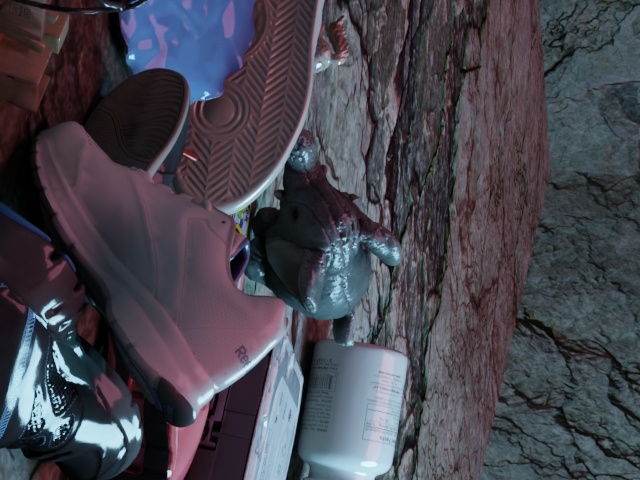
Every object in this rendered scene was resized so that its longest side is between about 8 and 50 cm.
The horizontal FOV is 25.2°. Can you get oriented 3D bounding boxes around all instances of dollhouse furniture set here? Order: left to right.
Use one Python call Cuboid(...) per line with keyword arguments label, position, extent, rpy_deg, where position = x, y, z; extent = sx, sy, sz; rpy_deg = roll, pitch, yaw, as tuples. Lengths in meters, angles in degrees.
Cuboid(label="dollhouse furniture set", position=(-0.226, -0.218, 1.054), extent=(0.161, 0.101, 0.182), rpy_deg=(115, -9, -60))

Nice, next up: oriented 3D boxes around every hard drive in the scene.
Cuboid(label="hard drive", position=(-0.077, 0.224, 1.550), extent=(0.339, 0.064, 0.237), rpy_deg=(77, 24, -72))

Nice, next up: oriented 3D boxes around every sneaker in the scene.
Cuboid(label="sneaker", position=(-0.237, 0.107, 1.084), extent=(0.139, 0.125, 0.341), rpy_deg=(-45, 150, -20))
Cuboid(label="sneaker", position=(-0.170, -0.039, 1.274), extent=(0.118, 0.083, 0.222), rpy_deg=(71, 39, -64))
Cuboid(label="sneaker", position=(-0.130, 0.009, 1.116), extent=(0.129, 0.297, 0.111), rpy_deg=(-30, 149, -12))
Cuboid(label="sneaker", position=(-0.153, 0.127, 1.359), extent=(0.136, 0.116, 0.314), rpy_deg=(77, 31, -71))
Cuboid(label="sneaker", position=(-0.064, -0.186, 1.486), extent=(0.148, 0.131, 0.350), rpy_deg=(122, -14, -81))

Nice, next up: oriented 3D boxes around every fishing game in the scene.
Cuboid(label="fishing game", position=(-0.130, -0.217, 1.341), extent=(0.189, 0.041, 0.264), rpy_deg=(27, 78, -53))

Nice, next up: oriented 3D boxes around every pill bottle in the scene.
Cuboid(label="pill bottle", position=(0.038, 0.256, 1.930), extent=(0.131, 0.131, 0.229), rpy_deg=(40, 57, -69))

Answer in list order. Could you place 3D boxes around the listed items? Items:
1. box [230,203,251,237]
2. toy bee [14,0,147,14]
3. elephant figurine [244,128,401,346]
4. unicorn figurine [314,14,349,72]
Cuboid(label="box", position=(-0.115, 0.024, 1.492), extent=(0.059, 0.054, 0.169), rpy_deg=(23, 73, -73))
Cuboid(label="toy bee", position=(-0.260, -0.107, 0.877), extent=(0.298, 0.162, 0.195), rpy_deg=(-25, 132, -41))
Cuboid(label="elephant figurine", position=(0.000, 0.000, 1.578), extent=(0.239, 0.186, 0.169), rpy_deg=(143, -32, -76))
Cuboid(label="unicorn figurine", position=(-0.044, -0.198, 1.584), extent=(0.060, 0.162, 0.111), rpy_deg=(48, 22, -61))
